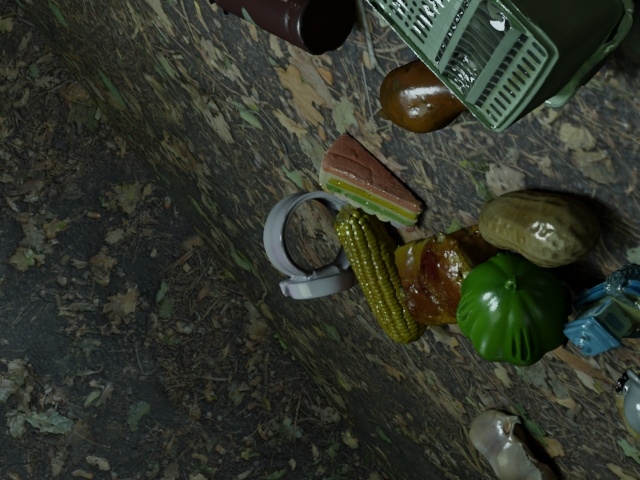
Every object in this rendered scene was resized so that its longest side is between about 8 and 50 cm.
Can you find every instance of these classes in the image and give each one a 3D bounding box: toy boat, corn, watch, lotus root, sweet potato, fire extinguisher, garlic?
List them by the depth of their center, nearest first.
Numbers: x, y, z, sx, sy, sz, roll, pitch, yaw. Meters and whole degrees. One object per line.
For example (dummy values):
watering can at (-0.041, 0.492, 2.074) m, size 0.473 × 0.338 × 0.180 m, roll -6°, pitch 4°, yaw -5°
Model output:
toy boat at (0.417, 0.102, 1.165) m, size 0.109 × 0.098 × 0.238 m, roll 48°, pitch 162°, yaw 1°
sweet potato at (0.151, -0.206, 1.199) m, size 0.112 × 0.112 × 0.359 m, roll 54°, pitch 166°, yaw -11°
lotus root at (0.290, 0.085, 1.266) m, size 0.186 × 0.186 × 0.186 m, roll 45°, pitch 162°, yaw 19°
fire extinguisher at (-0.091, -0.399, 1.388) m, size 0.337 × 0.114 × 0.135 m, roll 37°, pitch 137°, yaw 39°
corn at (0.136, 0.074, 1.792) m, size 0.120 × 0.120 × 0.363 m, roll 25°, pitch 148°, yaw 55°
watch at (0.000, 0.000, 1.882) m, size 0.196 × 0.244 × 0.231 m, roll -4°, pitch 101°, yaw 66°
garlic at (0.421, 0.483, 1.924) m, size 0.217 × 0.110 × 0.228 m, roll 32°, pitch 155°, yaw 55°

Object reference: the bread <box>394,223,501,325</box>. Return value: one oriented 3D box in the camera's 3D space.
bread at (0.226, 0.070, 1.570) m, size 0.185 × 0.109 × 0.380 m, roll 52°, pitch 165°, yaw -3°

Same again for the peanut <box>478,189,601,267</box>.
peanut at (0.304, -0.016, 1.209) m, size 0.226 × 0.095 × 0.108 m, roll 20°, pitch 141°, yaw 61°

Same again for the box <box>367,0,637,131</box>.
box at (0.180, -0.273, 0.878) m, size 0.290 × 0.166 × 0.220 m, roll 49°, pitch 163°, yaw 8°

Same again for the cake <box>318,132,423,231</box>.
cake at (0.090, -0.094, 1.616) m, size 0.225 × 0.090 × 0.109 m, roll 44°, pitch 158°, yaw 20°

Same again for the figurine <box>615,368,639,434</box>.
figurine at (0.491, 0.243, 1.182) m, size 0.192 × 0.126 × 0.147 m, roll 43°, pitch 158°, yaw 50°

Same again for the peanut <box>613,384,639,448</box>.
peanut at (0.538, 0.294, 1.278) m, size 0.214 × 0.099 × 0.099 m, roll 33°, pitch 156°, yaw 30°
